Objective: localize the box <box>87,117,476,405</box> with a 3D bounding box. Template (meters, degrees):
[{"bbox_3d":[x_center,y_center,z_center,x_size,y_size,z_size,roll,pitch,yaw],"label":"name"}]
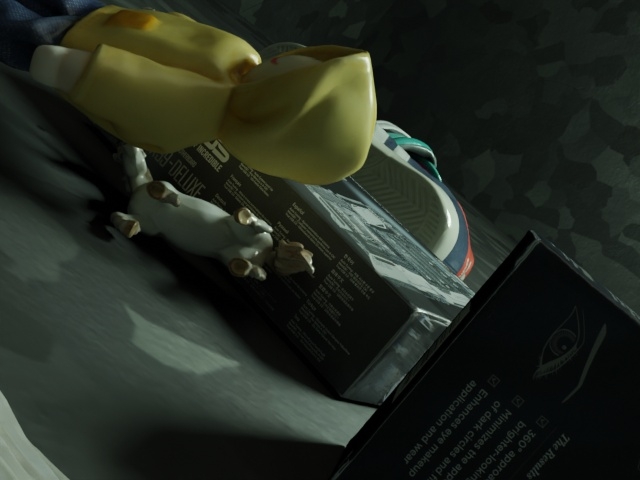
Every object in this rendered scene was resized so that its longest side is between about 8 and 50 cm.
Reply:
[{"bbox_3d":[0.000,0.000,0.855,0.307,0.076,0.242,45,11,31],"label":"box"}]

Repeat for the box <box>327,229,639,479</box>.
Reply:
[{"bbox_3d":[0.115,0.104,0.567,0.158,0.156,0.093,40,8,4],"label":"box"}]

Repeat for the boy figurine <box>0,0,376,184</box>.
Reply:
[{"bbox_3d":[-0.105,-0.109,0.679,0.285,0.092,0.177,21,20,10],"label":"boy figurine"}]

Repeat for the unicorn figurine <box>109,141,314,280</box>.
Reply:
[{"bbox_3d":[-0.081,-0.017,0.694,0.162,0.060,0.111,39,1,-3],"label":"unicorn figurine"}]

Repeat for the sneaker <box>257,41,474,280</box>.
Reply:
[{"bbox_3d":[0.033,-0.069,1.214,0.350,0.131,0.148,53,8,34],"label":"sneaker"}]

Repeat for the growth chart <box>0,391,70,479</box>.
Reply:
[{"bbox_3d":[-0.083,0.088,0.298,0.237,0.021,0.172,40,10,10],"label":"growth chart"}]

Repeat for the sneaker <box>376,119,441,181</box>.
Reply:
[{"bbox_3d":[0.083,-0.079,1.393,0.178,0.124,0.295,39,16,32],"label":"sneaker"}]
